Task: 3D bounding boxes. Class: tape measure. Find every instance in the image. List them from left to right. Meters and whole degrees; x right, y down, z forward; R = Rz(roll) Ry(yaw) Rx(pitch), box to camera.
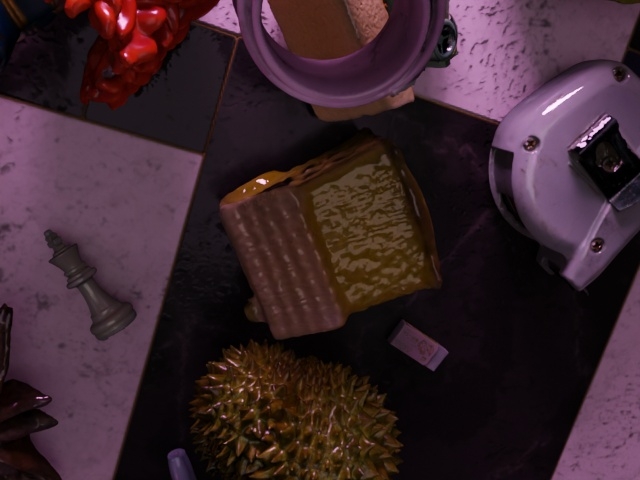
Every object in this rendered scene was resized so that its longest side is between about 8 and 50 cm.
[{"bbox_3d":[0.345,-0.088,0.889,0.246,0.125,0.243,41,93,-18],"label":"tape measure"}]

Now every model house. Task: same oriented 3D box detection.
[{"bbox_3d":[0.000,0.000,0.817,0.234,0.175,0.193,-24,108,-7],"label":"model house"}]

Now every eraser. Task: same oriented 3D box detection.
[{"bbox_3d":[0.137,0.148,0.963,0.083,0.019,0.038,34,94,-17],"label":"eraser"}]

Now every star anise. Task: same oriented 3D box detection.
[{"bbox_3d":[-0.449,0.200,0.819,0.292,0.109,0.349,-39,118,-7],"label":"star anise"}]

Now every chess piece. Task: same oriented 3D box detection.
[{"bbox_3d":[-0.291,0.049,0.841,0.059,0.059,0.149,-33,101,-1],"label":"chess piece"}]

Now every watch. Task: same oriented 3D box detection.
[{"bbox_3d":[0.003,-0.242,0.611,0.249,0.210,0.217,19,117,-25],"label":"watch"}]

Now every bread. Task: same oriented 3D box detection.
[{"bbox_3d":[0.021,-0.231,0.782,0.068,0.125,0.188,-40,116,-33],"label":"bread"}]

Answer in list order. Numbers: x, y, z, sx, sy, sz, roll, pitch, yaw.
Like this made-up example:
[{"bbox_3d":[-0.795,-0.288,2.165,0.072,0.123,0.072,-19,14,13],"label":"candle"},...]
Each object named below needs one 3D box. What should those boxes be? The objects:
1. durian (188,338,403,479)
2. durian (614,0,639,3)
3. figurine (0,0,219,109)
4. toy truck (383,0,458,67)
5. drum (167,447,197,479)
[{"bbox_3d":[-0.022,0.250,0.835,0.225,0.291,0.291,-28,108,-21],"label":"durian"},{"bbox_3d":[0.363,-0.401,0.788,0.340,0.204,0.255,-11,92,1],"label":"durian"},{"bbox_3d":[-0.281,-0.260,0.659,0.412,0.306,0.241,-12,136,5],"label":"figurine"},{"bbox_3d":[0.105,-0.329,0.771,0.135,0.128,0.259,-36,126,-36],"label":"toy truck"},{"bbox_3d":[-0.148,0.406,0.958,0.130,0.049,0.253,0,104,-11],"label":"drum"}]
